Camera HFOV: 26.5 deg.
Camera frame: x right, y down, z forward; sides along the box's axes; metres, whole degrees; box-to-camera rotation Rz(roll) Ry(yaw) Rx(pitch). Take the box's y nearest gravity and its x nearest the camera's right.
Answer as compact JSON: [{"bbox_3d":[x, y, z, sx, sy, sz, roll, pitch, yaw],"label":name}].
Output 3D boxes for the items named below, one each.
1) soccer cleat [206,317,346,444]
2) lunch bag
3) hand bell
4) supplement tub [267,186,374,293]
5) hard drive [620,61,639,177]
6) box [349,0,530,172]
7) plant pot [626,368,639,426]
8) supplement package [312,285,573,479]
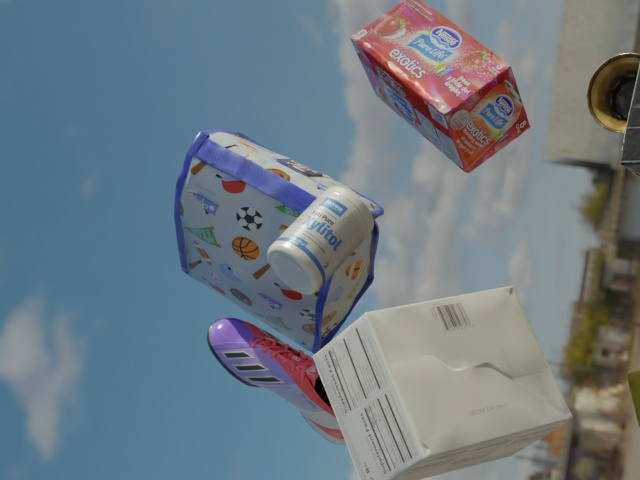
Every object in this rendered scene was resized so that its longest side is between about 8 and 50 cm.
[{"bbox_3d":[-0.048,0.220,2.305,0.108,0.318,0.116,-51,-6,-33],"label":"soccer cleat"},{"bbox_3d":[-0.072,-0.020,2.369,0.239,0.328,0.385,-56,-15,-21],"label":"lunch bag"},{"bbox_3d":[0.528,-0.215,2.192,0.242,0.126,0.126,11,-92,-60],"label":"hand bell"},{"bbox_3d":[0.000,0.000,1.468,0.107,0.071,0.071,-48,-29,-28],"label":"supplement tub"},{"bbox_3d":[0.486,-0.210,1.677,0.237,0.064,0.338,23,-105,-40],"label":"hard drive"},{"bbox_3d":[0.170,-0.230,1.960,0.123,0.257,0.128,-36,-45,-8],"label":"box"},{"bbox_3d":[0.490,0.213,1.891,0.081,0.083,0.081,12,-118,-46],"label":"plant pot"},{"bbox_3d":[0.160,0.194,1.798,0.145,0.262,0.204,-44,62,47],"label":"supplement package"}]
